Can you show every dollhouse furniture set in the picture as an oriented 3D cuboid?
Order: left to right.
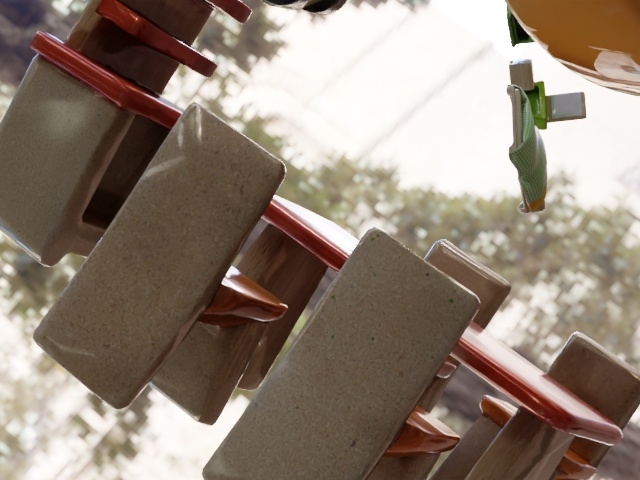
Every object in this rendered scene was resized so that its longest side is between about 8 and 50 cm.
[{"bbox_3d":[0.000,0.000,0.615,0.135,0.259,0.262,-57,-24,4],"label":"dollhouse furniture set"},{"bbox_3d":[0.158,-0.095,1.095,0.076,0.059,0.151,69,-161,-53],"label":"dollhouse furniture set"}]

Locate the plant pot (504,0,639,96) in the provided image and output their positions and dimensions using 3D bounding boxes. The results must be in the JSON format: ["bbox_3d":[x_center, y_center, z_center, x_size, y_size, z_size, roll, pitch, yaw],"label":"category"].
[{"bbox_3d":[0.175,-0.138,0.481,0.205,0.188,0.205,-8,-77,-36],"label":"plant pot"}]

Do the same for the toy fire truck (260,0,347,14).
[{"bbox_3d":[0.021,-0.356,1.517,0.217,0.246,0.158,-21,-4,21],"label":"toy fire truck"}]
